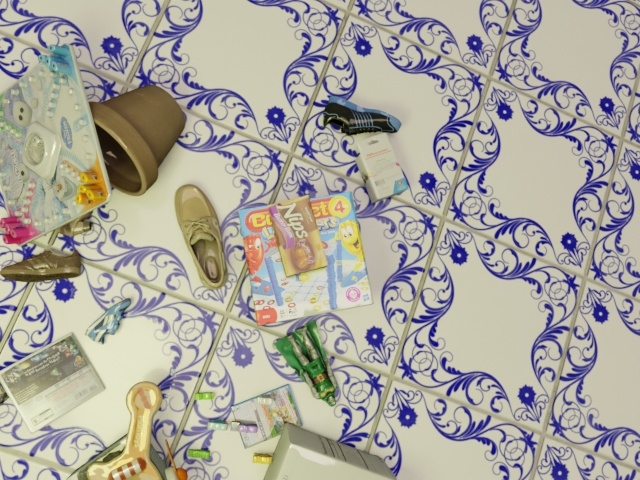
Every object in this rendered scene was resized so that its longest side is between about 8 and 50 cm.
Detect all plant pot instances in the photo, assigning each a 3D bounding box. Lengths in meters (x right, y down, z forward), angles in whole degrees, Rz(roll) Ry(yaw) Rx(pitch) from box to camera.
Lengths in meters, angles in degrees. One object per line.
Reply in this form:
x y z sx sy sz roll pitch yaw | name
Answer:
-0.482 -0.282 1.431 0.263 0.263 0.229 40 58 -3 | plant pot

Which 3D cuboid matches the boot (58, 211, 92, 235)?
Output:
-0.653 -0.070 1.452 0.087 0.042 0.118 -2 75 -3 | boot

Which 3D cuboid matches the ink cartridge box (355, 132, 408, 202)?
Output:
0.174 -0.214 1.618 0.104 0.061 0.181 -19 86 -13 | ink cartridge box

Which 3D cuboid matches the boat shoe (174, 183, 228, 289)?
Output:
-0.319 -0.016 1.476 0.109 0.098 0.302 -16 85 -13 | boat shoe

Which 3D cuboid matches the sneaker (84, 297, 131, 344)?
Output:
-0.542 0.210 1.426 0.144 0.053 0.059 -45 91 -5 | sneaker

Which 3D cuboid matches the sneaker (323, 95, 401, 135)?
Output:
0.120 -0.347 1.623 0.232 0.081 0.090 18 82 -1 | sneaker

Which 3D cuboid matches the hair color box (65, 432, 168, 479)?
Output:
-0.430 0.672 1.347 0.185 0.113 0.374 -35 89 -14 | hair color box

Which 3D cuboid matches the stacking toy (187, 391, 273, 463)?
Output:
-0.230 0.488 1.428 0.221 0.052 0.167 4 82 0 | stacking toy

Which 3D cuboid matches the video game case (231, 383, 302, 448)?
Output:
-0.144 0.475 1.481 0.166 0.015 0.119 -19 85 -13 | video game case

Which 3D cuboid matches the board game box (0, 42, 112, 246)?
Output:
-0.694 -0.221 1.333 0.390 0.050 0.389 -19 85 29 | board game box

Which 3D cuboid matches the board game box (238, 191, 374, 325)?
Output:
-0.040 0.048 1.437 0.308 0.086 0.301 -10 83 -5 | board game box

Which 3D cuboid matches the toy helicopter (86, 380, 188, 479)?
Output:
-0.406 0.505 1.254 0.235 0.140 0.355 7 77 -13 | toy helicopter

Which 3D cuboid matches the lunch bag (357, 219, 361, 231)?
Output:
0.000 0.000 1.537 0.219 0.090 0.176 10 83 -5 | lunch bag

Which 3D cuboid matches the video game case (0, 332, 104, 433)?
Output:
-0.674 0.354 1.373 0.190 0.022 0.173 -30 89 -27 | video game case

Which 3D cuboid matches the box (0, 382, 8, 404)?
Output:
-0.899 0.350 1.340 0.233 0.044 0.159 45 77 -2 | box

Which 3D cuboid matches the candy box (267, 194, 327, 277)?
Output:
-0.057 -0.011 1.374 0.109 0.053 0.186 -14 84 -6 | candy box

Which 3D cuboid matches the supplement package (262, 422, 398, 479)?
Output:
0.018 0.620 1.401 0.293 0.175 0.177 22 85 -7 | supplement package

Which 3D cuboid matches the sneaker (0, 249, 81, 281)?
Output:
-0.720 0.064 1.416 0.188 0.066 0.071 -1 65 -16 | sneaker

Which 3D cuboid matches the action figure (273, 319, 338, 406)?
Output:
-0.016 0.352 1.503 0.137 0.063 0.232 -28 91 -17 | action figure
